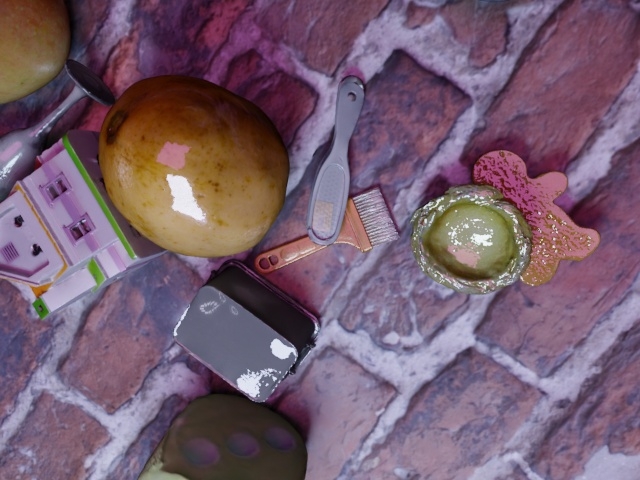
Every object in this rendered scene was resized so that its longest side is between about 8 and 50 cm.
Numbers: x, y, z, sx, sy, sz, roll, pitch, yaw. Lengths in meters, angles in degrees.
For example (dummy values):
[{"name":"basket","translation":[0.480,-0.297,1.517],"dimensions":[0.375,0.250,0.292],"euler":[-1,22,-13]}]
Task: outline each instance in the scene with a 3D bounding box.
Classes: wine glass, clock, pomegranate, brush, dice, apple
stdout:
[{"name":"wine glass","translation":[-0.549,-0.197,0.712],"dimensions":[0.309,0.264,0.096],"euler":[-37,76,11]},{"name":"clock","translation":[-0.451,-0.013,0.768],"dimensions":[0.309,0.166,0.235],"euler":[-29,93,14]},{"name":"pomegranate","translation":[-0.192,-0.111,0.661],"dimensions":[0.306,0.307,0.308],"euler":[1,98,7]},{"name":"brush","translation":[0.022,-0.138,0.754],"dimensions":[0.068,0.060,0.297],"euler":[14,88,-21]},{"name":"brush","translation":[0.000,0.000,0.791],"dimensions":[0.272,0.013,0.103],"euler":[-23,93,10]},{"name":"dice","translation":[-0.178,0.443,0.752],"dimensions":[0.251,0.250,0.255],"euler":[24,99,3]},{"name":"apple","translation":[-0.598,-0.384,0.686],"dimensions":[0.318,0.277,0.320],"euler":[1,96,7]}]

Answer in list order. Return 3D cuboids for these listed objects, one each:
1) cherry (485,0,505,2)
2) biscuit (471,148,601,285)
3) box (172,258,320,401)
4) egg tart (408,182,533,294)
[{"name":"cherry","translation":[0.256,-0.478,0.592],"dimensions":[0.296,0.218,0.255],"euler":[30,129,13]},{"name":"biscuit","translation":[0.344,-0.048,0.725],"dimensions":[0.158,0.035,0.240],"euler":[-34,89,22]},{"name":"box","translation":[-0.132,0.162,0.768],"dimensions":[0.243,0.135,0.163],"euler":[37,101,1]},{"name":"egg tart","translation":[0.247,-0.001,0.714],"dimensions":[0.197,0.078,0.197],"euler":[7,109,21]}]
